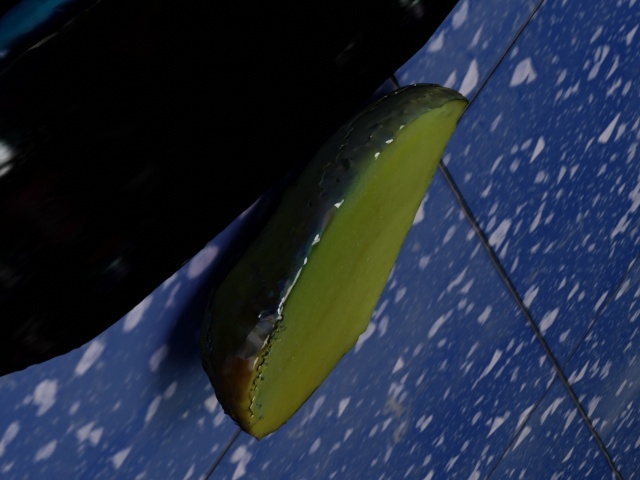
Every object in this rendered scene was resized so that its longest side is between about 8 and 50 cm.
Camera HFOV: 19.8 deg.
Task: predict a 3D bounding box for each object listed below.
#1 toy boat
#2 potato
[{"bbox_3d":[-0.058,-0.080,0.629,0.299,0.092,0.134,-42,150,-28],"label":"toy boat"},{"bbox_3d":[0.000,0.000,0.891,0.198,0.054,0.119,-60,157,-4],"label":"potato"}]
